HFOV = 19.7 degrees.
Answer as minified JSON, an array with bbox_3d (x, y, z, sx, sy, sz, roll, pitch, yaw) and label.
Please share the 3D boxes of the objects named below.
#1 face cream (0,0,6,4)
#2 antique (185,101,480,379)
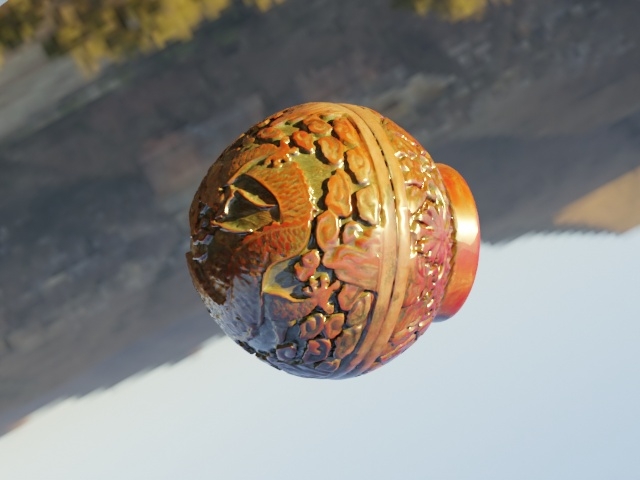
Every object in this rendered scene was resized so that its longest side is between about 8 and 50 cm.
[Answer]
[{"bbox_3d":[-0.069,-0.135,0.525,0.385,0.086,0.135,-38,169,14],"label":"face cream"},{"bbox_3d":[0.000,0.000,0.650,0.104,0.104,0.104,-29,-177,1],"label":"antique"}]
